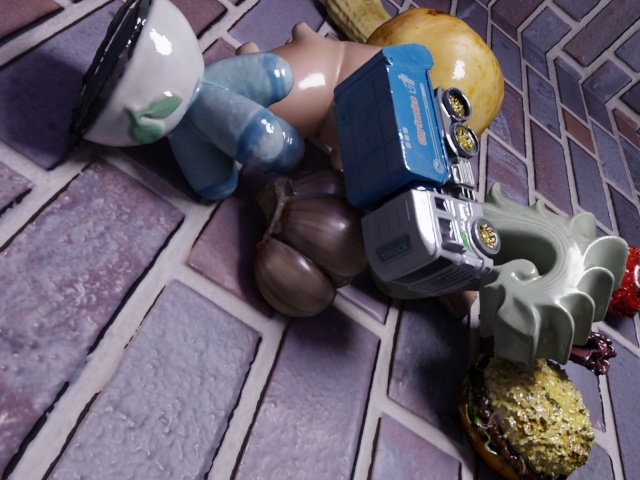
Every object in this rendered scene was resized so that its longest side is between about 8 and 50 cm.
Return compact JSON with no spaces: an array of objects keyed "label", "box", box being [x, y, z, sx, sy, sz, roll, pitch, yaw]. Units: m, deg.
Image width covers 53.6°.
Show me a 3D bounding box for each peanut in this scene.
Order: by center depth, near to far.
[{"label":"peanut","box":[0.124,-0.562,1.640,0.147,0.147,0.306,-16,68,-50]}]

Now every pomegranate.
[{"label":"pomegranate","box":[0.209,-0.306,1.340,0.342,0.342,0.343,25,40,-23]}]

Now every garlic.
[{"label":"garlic","box":[0.000,0.000,0.951,0.191,0.160,0.214,26,40,-23]}]

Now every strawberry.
[{"label":"strawberry","box":[0.728,0.092,1.555,0.201,0.187,0.184,30,-12,39]}]

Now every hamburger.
[{"label":"hamburger","box":[0.327,0.276,1.008,0.243,0.139,0.262,45,36,0]}]

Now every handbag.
[{"label":"handbag","box":[0.404,0.162,1.115,0.216,0.074,0.203,23,-3,38]}]

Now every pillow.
[{"label":"pillow","box":[0.206,0.044,1.206,0.232,0.043,0.126,45,31,6]}]

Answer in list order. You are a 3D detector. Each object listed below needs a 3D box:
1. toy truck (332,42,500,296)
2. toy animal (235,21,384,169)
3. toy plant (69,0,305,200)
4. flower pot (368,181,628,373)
[{"label":"toy truck","box":[0.131,-0.110,0.923,0.175,0.146,0.368,9,62,-37]},{"label":"toy animal","box":[-0.002,-0.253,1.130,0.326,0.237,0.269,-25,93,-14]},{"label":"toy plant","box":[-0.168,-0.190,0.938,0.332,0.247,0.247,26,40,-29]},{"label":"flower pot","box":[0.278,0.035,1.031,0.367,0.165,0.254,28,59,36]}]
